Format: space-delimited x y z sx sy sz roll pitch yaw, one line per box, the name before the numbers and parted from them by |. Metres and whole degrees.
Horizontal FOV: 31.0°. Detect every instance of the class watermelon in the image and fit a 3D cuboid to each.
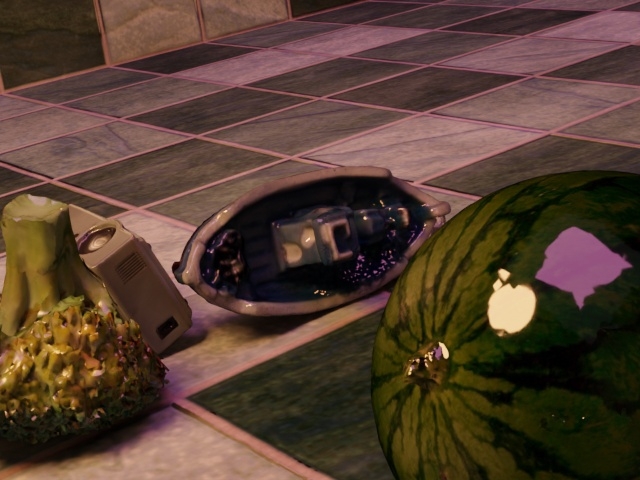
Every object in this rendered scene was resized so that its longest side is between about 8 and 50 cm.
watermelon | 0.148 0.076 0.645 0.242 0.242 0.242 -7 19 3

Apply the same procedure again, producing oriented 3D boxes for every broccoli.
broccoli | -0.225 0.060 0.905 0.194 0.194 0.220 4 17 31

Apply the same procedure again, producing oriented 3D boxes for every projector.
projector | -0.190 0.031 1.064 0.061 0.115 0.147 -42 32 -19

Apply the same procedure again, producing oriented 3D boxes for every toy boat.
toy boat | 0.000 0.000 1.071 0.309 0.129 0.142 -15 5 -36

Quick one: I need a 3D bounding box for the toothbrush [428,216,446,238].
toothbrush | 0.113 0.031 1.100 0.021 0.024 0.288 -4 20 7
